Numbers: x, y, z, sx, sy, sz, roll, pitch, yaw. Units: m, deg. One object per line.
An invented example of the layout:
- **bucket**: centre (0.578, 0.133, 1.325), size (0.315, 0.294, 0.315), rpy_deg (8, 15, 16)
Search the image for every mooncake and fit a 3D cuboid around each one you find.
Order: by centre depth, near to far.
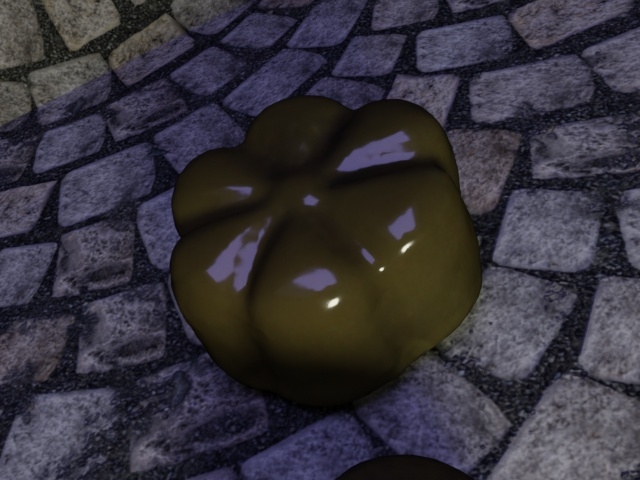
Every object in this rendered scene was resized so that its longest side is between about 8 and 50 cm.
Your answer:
- **mooncake**: centre (0.000, 0.000, 1.218), size (0.467, 0.262, 0.467), rpy_deg (-12, 46, 12)

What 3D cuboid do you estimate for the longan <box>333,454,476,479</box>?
- **longan**: centre (0.063, 0.371, 0.808), size (0.288, 0.288, 0.350), rpy_deg (19, 48, 37)
